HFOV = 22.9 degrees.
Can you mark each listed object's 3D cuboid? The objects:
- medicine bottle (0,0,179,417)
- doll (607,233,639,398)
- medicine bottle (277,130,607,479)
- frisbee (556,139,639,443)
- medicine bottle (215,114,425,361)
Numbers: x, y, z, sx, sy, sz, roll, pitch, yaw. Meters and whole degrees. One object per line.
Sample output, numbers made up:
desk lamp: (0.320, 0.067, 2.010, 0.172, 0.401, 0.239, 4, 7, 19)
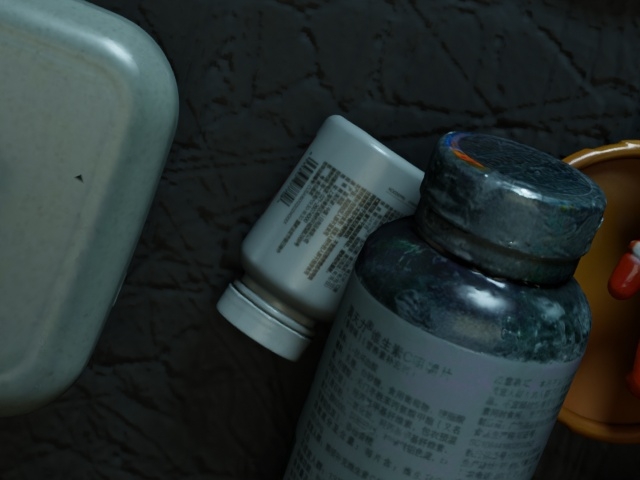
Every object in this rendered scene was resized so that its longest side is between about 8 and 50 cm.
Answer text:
medicine bottle: (-0.282, -0.063, 0.913, 0.375, 0.123, 0.282, 21, 98, -5)
doll: (0.253, -0.015, 0.959, 0.142, 0.076, 0.245, 9, 95, -13)
medicine bottle: (0.068, 0.087, 0.918, 0.141, 0.141, 0.293, 17, 111, -6)
frisbee: (0.194, 0.032, 1.003, 0.192, 0.035, 0.192, -1, 94, -12)
medicine bottle: (0.000, 0.000, 0.964, 0.079, 0.079, 0.140, 34, 94, -7)
